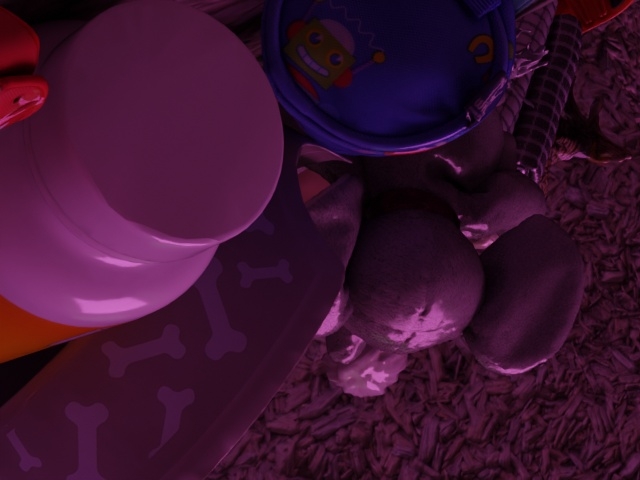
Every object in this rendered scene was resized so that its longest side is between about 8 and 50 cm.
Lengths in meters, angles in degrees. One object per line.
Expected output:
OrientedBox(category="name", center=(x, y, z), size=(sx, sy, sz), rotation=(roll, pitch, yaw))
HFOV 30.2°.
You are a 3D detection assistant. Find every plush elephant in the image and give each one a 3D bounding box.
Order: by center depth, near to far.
OrientedBox(category="plush elephant", center=(0.067, -0.007, 0.975), size=(0.272, 0.255, 0.330), rotation=(21, 158, -12))

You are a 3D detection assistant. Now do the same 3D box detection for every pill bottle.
OrientedBox(category="pill bottle", center=(-0.128, -0.021, 0.552), size=(0.136, 0.136, 0.245), rotation=(-25, -176, -39))

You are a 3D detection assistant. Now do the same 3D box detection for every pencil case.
OrientedBox(category="pencil case", center=(0.041, -0.111, 0.697), size=(0.133, 0.119, 0.306), rotation=(-28, -177, 4))

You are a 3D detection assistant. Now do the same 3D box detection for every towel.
OrientedBox(category="towel", center=(0.135, -0.124, 1.267), size=(0.283, 0.121, 0.235), rotation=(-21, -143, 45))

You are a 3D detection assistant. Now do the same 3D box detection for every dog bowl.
OrientedBox(category="dog bowl", center=(-0.128, 0.046, 0.777), size=(0.349, 0.102, 0.349), rotation=(-40, -159, 19))

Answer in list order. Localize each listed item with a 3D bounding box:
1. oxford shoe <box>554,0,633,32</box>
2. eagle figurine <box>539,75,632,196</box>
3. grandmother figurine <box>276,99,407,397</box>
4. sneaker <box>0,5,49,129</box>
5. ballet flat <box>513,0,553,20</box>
OrientedBox(category="oxford shoe", center=(0.254, -0.253, 1.359), size=(0.271, 0.097, 0.098), rotation=(-21, -171, 35))
OrientedBox(category="eagle figurine", center=(0.206, -0.078, 1.396), size=(0.298, 0.225, 0.226), rotation=(-19, 153, -17))
OrientedBox(category="grandmother figurine", center=(0.000, 0.000, 1.212), size=(0.208, 0.342, 0.104), rotation=(-20, -176, 35))
OrientedBox(category="sneaker", center=(-0.130, -0.049, 0.316), size=(0.128, 0.087, 0.221), rotation=(-33, -161, -25))
OrientedBox(category="ballet flat", center=(0.174, -0.214, 0.862), size=(0.213, 0.072, 0.068), rotation=(-18, -147, 49))
